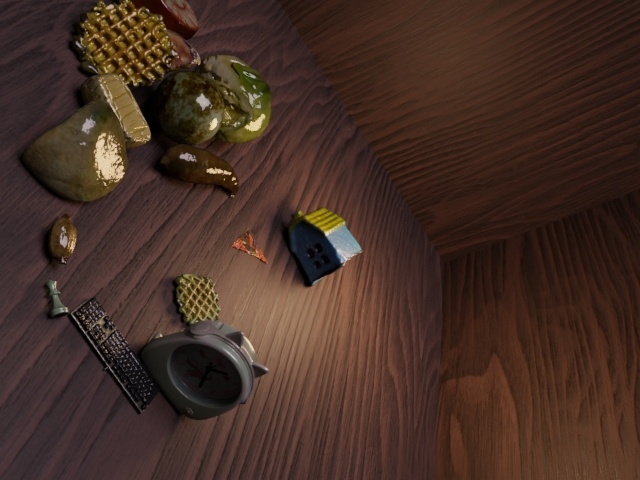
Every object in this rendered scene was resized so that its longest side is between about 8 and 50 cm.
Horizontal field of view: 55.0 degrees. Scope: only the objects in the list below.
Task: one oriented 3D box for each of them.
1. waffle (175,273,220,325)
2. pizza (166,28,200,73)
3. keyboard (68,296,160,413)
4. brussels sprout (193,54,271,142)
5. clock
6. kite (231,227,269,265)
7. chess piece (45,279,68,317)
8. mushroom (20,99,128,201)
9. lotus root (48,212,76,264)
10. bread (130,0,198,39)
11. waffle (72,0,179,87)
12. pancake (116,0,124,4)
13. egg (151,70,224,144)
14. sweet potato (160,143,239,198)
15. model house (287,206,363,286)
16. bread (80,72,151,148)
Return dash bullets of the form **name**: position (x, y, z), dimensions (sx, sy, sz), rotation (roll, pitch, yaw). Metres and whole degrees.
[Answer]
- **waffle**: position (-0.380, 0.186, 1.906), dimensions (0.183, 0.036, 0.169), rotation (11, 62, -57)
- **pizza**: position (-0.549, -0.638, 2.059), dimensions (0.085, 0.306, 0.161), rotation (105, 6, -73)
- **keyboard**: position (-0.521, 0.294, 1.569), dimensions (0.317, 0.027, 0.106), rotation (60, 27, -14)
- **brussels sprout**: position (-0.330, -0.533, 2.315), dimensions (0.344, 0.268, 0.344), rotation (37, 43, -45)
- **clock**: position (-0.291, 0.332, 1.631), dimensions (0.265, 0.324, 0.108), rotation (60, 27, -16)
- **kite**: position (-0.265, 0.006, 2.299), dimensions (0.222, 0.008, 0.125), rotation (31, 41, -50)
- **chess piece**: position (-0.637, 0.137, 1.470), dimensions (0.042, 0.042, 0.093), rotation (3, 61, -61)
- **mushroom**: position (-0.609, -0.243, 1.664), dimensions (0.217, 0.212, 0.292), rotation (49, 24, -17)
- **lotus root**: position (-0.647, -0.009, 1.536), dimensions (0.072, 0.063, 0.151), rotation (61, 20, -57)
- **bread**: position (-0.586, -0.870, 2.238), dimensions (0.327, 0.114, 0.295), rotation (45, 19, -42)
- **waffle**: position (-0.621, -0.618, 1.935), dimensions (0.329, 0.062, 0.329), rotation (5, 77, -23)
- **pancake**: position (-0.636, -0.769, 2.186), dimensions (0.236, 0.042, 0.222), rotation (46, 25, -42)
- **egg**: position (-0.449, -0.455, 2.077), dimensions (0.238, 0.238, 0.289), rotation (36, 21, -45)
- **sweet potato**: position (-0.398, -0.244, 2.130), dimensions (0.423, 0.131, 0.130), rotation (18, 54, -62)
- **model house**: position (0.000, 0.000, 2.574), dimensions (0.303, 0.216, 0.237), rotation (62, 27, -1)
- **bread**: position (-0.618, -0.382, 1.842), dimensions (0.236, 0.106, 0.140), rotation (63, 28, -8)
